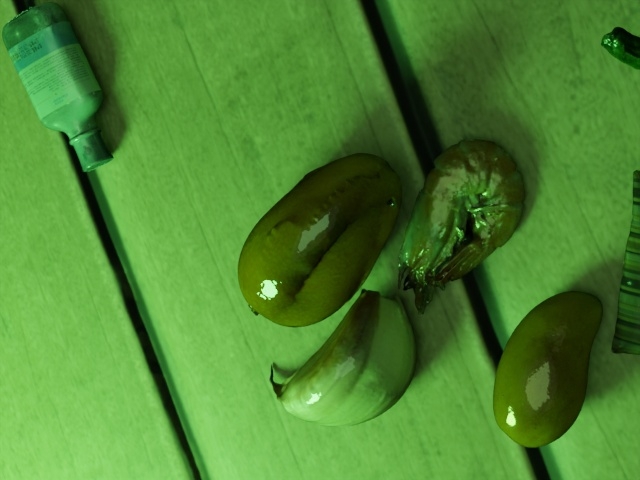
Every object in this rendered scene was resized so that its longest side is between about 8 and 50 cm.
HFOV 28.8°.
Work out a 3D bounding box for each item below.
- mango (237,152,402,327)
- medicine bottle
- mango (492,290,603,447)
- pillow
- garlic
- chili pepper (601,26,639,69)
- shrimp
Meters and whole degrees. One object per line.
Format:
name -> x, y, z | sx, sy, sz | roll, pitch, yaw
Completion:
mango -> 0.000, 0.000, 1.403 | 0.136, 0.166, 0.236 | 41, 110, 6
medicine bottle -> -0.320, -0.188, 1.551 | 0.090, 0.054, 0.208 | -25, 90, 21
mango -> 0.249, 0.140, 1.372 | 0.102, 0.085, 0.184 | 21, 100, 16
pillow -> 0.378, 0.031, 1.331 | 0.113, 0.038, 0.203 | 9, 102, 16
garlic -> 0.025, 0.160, 1.444 | 0.207, 0.115, 0.128 | -40, 90, 24
chili pepper -> 0.375, -0.172, 1.282 | 0.182, 0.073, 0.050 | 29, 130, 9
shrimp -> 0.155, -0.010, 1.404 | 0.115, 0.051, 0.217 | 26, 104, 13
